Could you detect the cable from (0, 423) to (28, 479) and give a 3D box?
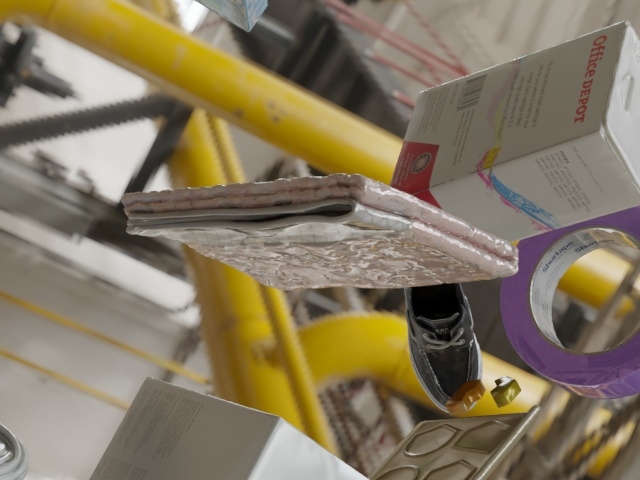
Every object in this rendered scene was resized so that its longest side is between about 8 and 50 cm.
[{"bbox_3d":[-0.423,0.210,1.593,0.257,0.257,0.089,-9,119,-75],"label":"cable"}]

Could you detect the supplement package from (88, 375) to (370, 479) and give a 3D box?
[{"bbox_3d":[-0.106,0.302,1.800,0.263,0.198,0.199,9,-114,51],"label":"supplement package"}]

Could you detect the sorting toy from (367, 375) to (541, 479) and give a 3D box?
[{"bbox_3d":[0.182,0.270,2.093,0.229,0.041,0.307,-17,-164,43],"label":"sorting toy"}]

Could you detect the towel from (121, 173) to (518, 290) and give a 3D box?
[{"bbox_3d":[0.000,0.000,1.752,0.332,0.317,0.053,-3,-105,37],"label":"towel"}]

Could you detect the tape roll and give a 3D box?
[{"bbox_3d":[0.396,0.081,2.253,0.275,0.090,0.274,-11,-114,27],"label":"tape roll"}]

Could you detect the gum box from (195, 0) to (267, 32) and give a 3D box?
[{"bbox_3d":[-0.133,-0.297,1.637,0.041,0.157,0.184,-57,173,-12],"label":"gum box"}]

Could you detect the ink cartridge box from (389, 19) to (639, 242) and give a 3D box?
[{"bbox_3d":[0.254,-0.117,1.970,0.306,0.131,0.226,-15,-144,33],"label":"ink cartridge box"}]

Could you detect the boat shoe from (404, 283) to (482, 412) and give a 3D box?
[{"bbox_3d":[0.179,0.120,2.376,0.102,0.108,0.301,-79,160,-80],"label":"boat shoe"}]
